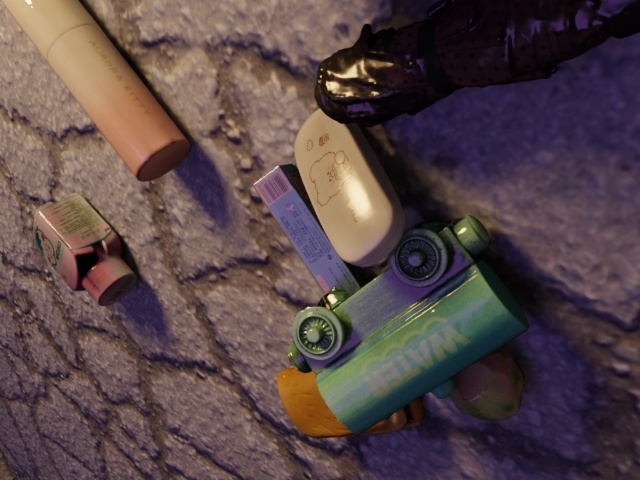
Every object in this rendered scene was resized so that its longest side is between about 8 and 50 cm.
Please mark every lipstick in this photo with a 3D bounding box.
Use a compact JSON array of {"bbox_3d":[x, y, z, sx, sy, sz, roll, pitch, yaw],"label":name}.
[{"bbox_3d":[-0.309,-0.231,0.853,0.326,0.087,0.087,52,138,6],"label":"lipstick"}]

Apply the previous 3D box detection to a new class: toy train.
[{"bbox_3d":[0.082,0.088,0.626,0.248,0.101,0.159,-38,80,22],"label":"toy train"}]

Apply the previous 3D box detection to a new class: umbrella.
[{"bbox_3d":[0.120,-0.158,0.496,0.326,0.090,0.094,-9,104,45],"label":"umbrella"}]

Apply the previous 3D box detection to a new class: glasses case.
[{"bbox_3d":[0.024,-0.059,0.616,0.074,0.049,0.193,-44,46,26],"label":"glasses case"}]

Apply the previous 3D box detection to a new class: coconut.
[{"bbox_3d":[0.170,0.145,0.643,0.083,0.081,0.082,100,160,-54],"label":"coconut"}]

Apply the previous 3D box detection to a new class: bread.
[{"bbox_3d":[0.032,0.202,0.812,0.200,0.077,0.115,-23,89,47],"label":"bread"}]

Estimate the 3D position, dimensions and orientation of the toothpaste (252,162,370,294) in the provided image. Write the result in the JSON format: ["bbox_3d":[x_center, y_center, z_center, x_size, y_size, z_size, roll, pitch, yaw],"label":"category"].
[{"bbox_3d":[0.000,0.000,0.737,0.044,0.070,0.193,-34,89,19],"label":"toothpaste"}]

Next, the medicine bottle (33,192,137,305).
[{"bbox_3d":[-0.410,0.022,1.094,0.188,0.094,0.119,44,138,14],"label":"medicine bottle"}]
